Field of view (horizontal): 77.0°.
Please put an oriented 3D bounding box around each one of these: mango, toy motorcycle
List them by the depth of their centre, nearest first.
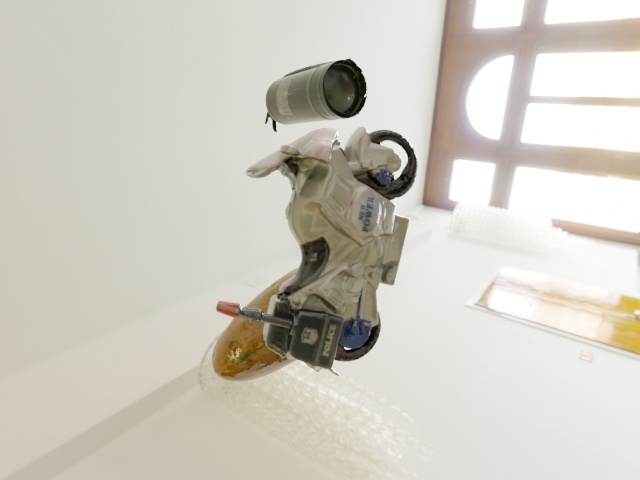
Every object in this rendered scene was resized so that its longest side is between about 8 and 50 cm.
[{"bbox_3d":[0.000,0.000,0.346,0.150,0.102,0.221,14,-92,-15],"label":"toy motorcycle"},{"bbox_3d":[-0.050,0.111,0.561,0.227,0.147,0.109,-33,-81,-38],"label":"mango"}]

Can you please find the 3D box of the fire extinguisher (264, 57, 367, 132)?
[{"bbox_3d":[-0.035,-0.266,0.751,0.093,0.294,0.118,0,-79,-33],"label":"fire extinguisher"}]
